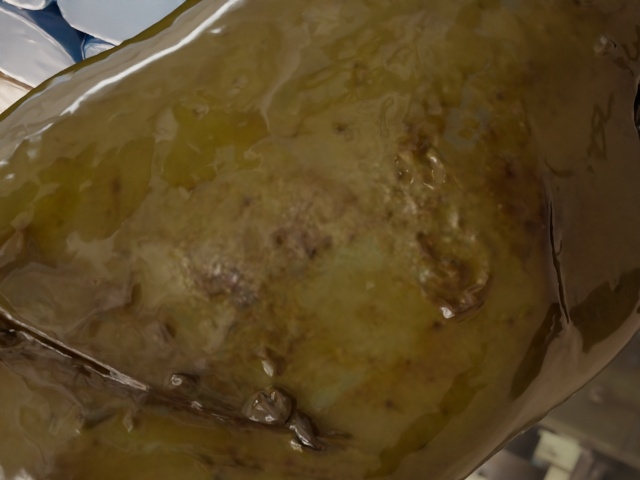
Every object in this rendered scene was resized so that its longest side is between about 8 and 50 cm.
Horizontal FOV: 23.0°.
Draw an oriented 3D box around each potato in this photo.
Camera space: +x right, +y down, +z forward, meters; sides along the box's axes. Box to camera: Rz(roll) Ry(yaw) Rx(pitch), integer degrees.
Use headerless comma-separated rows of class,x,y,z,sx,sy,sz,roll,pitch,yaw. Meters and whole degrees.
potato,0.000,0.000,0.477,0.300,0.173,0.140,-32,-21,-10

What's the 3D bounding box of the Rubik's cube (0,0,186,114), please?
Rubik's cube,-0.106,-0.222,0.906,0.291,0.290,0.292,-62,-16,-19
